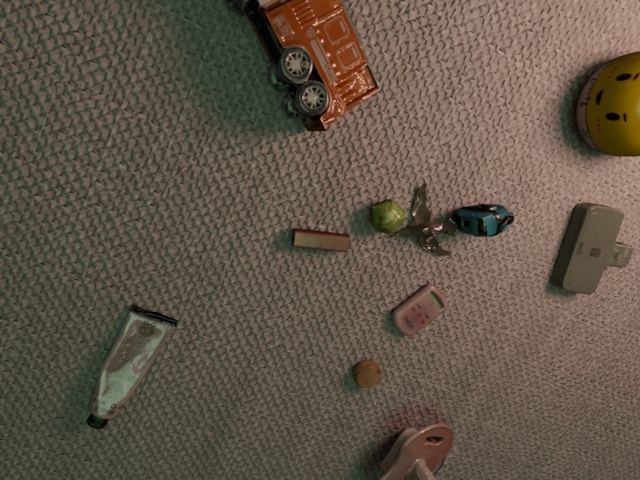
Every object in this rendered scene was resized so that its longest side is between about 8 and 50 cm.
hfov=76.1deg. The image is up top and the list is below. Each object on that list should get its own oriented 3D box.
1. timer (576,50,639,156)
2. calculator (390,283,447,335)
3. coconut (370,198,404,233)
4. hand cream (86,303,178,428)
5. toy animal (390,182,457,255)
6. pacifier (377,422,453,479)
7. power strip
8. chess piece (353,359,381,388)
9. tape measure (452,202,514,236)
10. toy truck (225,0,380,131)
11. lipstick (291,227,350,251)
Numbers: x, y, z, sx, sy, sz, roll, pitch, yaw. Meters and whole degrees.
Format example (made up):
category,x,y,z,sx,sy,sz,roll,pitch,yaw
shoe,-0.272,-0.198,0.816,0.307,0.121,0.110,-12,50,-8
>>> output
category,x,y,z,sx,sy,sz,roll,pitch,yaw
timer,0.815,-0.332,0.995,0.285,0.285,0.285,-3,105,-9
calculator,0.286,0.198,1.173,0.175,0.032,0.100,-39,108,2
coconut,0.169,-0.063,1.056,0.096,0.088,0.087,28,99,-21
hand cream,-0.505,0.331,1.064,0.121,0.076,0.335,28,92,-21
toy animal,0.266,-0.031,1.075,0.155,0.095,0.219,-19,106,-9
pacifier,0.292,0.694,1.219,0.220,0.273,0.332,31,98,0
power strip,0.810,0.030,1.202,0.194,0.059,0.264,9,104,-8
chess piece,0.137,0.391,1.197,0.084,0.038,0.083,-2,103,-9
tape measure,0.428,-0.053,1.076,0.125,0.146,0.080,-16,107,-23
toy truck,-0.037,-0.445,0.874,0.207,0.173,0.387,-32,111,-7
lipstick,0.000,0.000,1.062,0.146,0.045,0.045,6,105,-11
